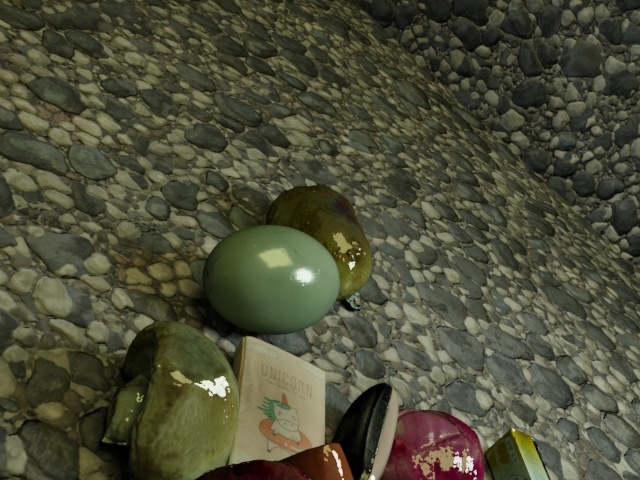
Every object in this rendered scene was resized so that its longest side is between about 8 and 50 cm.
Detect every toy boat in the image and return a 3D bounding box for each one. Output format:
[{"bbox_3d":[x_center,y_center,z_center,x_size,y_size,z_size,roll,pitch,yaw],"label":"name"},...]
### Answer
[{"bbox_3d":[0.066,0.119,2.022,0.038,0.038,0.083,14,35,-36],"label":"toy boat"}]

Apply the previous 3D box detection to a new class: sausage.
[{"bbox_3d":[0.019,0.423,1.332,0.113,0.113,0.259,-4,71,-52],"label":"sausage"}]

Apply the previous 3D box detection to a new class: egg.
[{"bbox_3d":[-0.088,0.072,1.731,0.283,0.203,0.203,7,39,-39],"label":"egg"}]

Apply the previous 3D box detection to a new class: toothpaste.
[{"bbox_3d":[0.397,0.497,1.745,0.071,0.089,0.313,30,26,-27],"label":"toothpaste"}]

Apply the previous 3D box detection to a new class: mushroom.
[{"bbox_3d":[-0.202,0.235,1.384,0.189,0.164,0.267,26,28,-16],"label":"mushroom"}]

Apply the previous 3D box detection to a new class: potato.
[{"bbox_3d":[0.000,0.000,1.988,0.210,0.173,0.307,16,30,-38],"label":"potato"}]

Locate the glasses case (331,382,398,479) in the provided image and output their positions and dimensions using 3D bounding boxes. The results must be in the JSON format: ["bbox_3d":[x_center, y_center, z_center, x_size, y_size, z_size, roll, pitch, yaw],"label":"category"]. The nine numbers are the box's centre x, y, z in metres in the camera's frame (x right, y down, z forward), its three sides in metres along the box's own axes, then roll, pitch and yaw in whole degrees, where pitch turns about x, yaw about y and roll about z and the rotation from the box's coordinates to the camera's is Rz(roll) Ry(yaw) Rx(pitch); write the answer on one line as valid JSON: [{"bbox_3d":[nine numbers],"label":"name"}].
[{"bbox_3d":[0.066,0.346,1.563,0.075,0.122,0.314,39,26,-6],"label":"glasses case"}]

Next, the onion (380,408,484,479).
[{"bbox_3d":[0.209,0.379,1.693,0.247,0.111,0.250,29,29,-17],"label":"onion"}]

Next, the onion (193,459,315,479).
[{"bbox_3d":[-0.085,0.412,1.223,0.252,0.219,0.252,3,64,-5],"label":"onion"}]

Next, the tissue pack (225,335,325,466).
[{"bbox_3d":[-0.072,0.300,1.531,0.170,0.071,0.325,26,28,-15],"label":"tissue pack"}]
